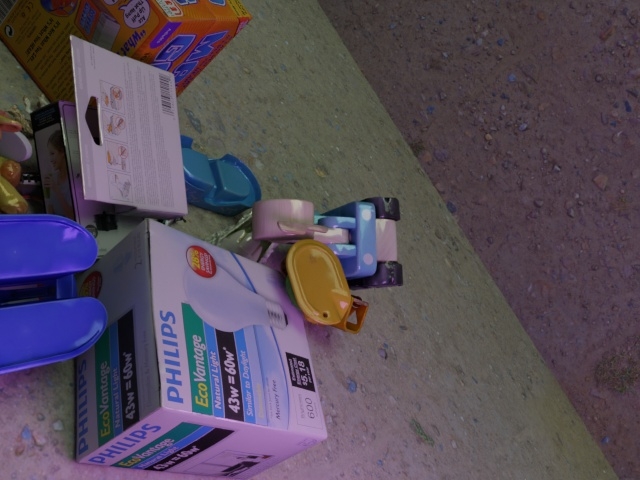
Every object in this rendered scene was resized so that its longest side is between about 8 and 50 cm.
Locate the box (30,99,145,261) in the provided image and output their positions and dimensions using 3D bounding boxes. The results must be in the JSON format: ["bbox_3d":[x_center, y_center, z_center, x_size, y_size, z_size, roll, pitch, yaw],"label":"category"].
[{"bbox_3d":[-0.429,-0.104,1.242,0.169,0.087,0.290,-6,86,-59],"label":"box"}]

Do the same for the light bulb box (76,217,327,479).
[{"bbox_3d":[-0.216,0.206,1.178,0.361,0.225,0.358,25,39,-43],"label":"light bulb box"}]

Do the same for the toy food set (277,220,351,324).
[{"bbox_3d":[-0.023,0.073,1.300,0.128,0.071,0.218,-2,65,-35],"label":"toy food set"}]

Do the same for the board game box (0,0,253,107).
[{"bbox_3d":[-0.453,-0.519,1.492,0.356,0.356,0.356,52,29,-2],"label":"board game box"}]

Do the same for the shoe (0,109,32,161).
[{"bbox_3d":[-0.580,-0.200,1.208,0.178,0.063,0.081,24,23,13],"label":"shoe"}]

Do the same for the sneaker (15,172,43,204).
[{"bbox_3d":[-0.534,-0.110,1.228,0.158,0.065,0.061,17,45,-47],"label":"sneaker"}]

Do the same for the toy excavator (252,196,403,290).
[{"bbox_3d":[0.000,0.000,1.580,0.445,0.433,0.222,2,82,-25],"label":"toy excavator"}]

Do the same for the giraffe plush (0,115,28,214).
[{"bbox_3d":[-0.565,-0.139,1.071,0.181,0.170,0.210,-23,75,-45],"label":"giraffe plush"}]

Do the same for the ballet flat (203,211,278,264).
[{"bbox_3d":[-0.179,0.005,1.553,0.147,0.147,0.409,48,30,-8],"label":"ballet flat"}]

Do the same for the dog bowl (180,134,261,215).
[{"bbox_3d":[-0.279,-0.151,1.638,0.297,0.074,0.166,18,44,-45],"label":"dog bowl"}]

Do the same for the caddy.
[{"bbox_3d":[-0.488,0.083,0.977,0.341,0.179,0.241,-4,83,-57],"label":"caddy"}]

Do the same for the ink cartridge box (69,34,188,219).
[{"bbox_3d":[-0.366,-0.196,1.223,0.261,0.066,0.296,7,74,-59],"label":"ink cartridge box"}]

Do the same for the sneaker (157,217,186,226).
[{"bbox_3d":[-0.331,-0.048,1.484,0.069,0.038,0.098,26,39,-38],"label":"sneaker"}]

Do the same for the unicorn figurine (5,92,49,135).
[{"bbox_3d":[-0.558,-0.253,1.365,0.111,0.060,0.162,50,49,2],"label":"unicorn figurine"}]

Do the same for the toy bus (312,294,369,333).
[{"bbox_3d":[0.016,0.168,1.659,0.191,0.104,0.202,20,-6,-9],"label":"toy bus"}]
